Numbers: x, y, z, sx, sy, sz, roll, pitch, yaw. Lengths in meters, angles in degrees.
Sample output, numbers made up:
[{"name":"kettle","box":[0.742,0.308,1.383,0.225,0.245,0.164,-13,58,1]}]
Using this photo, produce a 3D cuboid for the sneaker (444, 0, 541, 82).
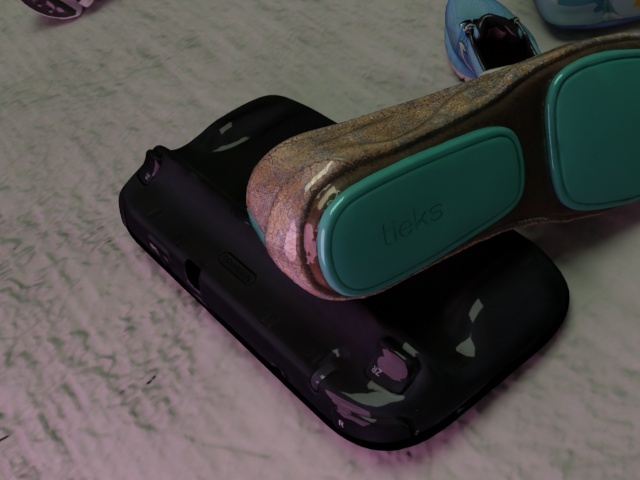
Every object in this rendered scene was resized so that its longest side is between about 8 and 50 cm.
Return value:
[{"name":"sneaker","box":[0.127,-0.137,0.668,0.063,0.073,0.162,-22,45,3]}]

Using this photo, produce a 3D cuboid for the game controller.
[{"name":"game controller","box":[0.000,0.000,0.616,0.166,0.067,0.319,-28,43,-25]}]

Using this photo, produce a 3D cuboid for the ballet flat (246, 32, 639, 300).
[{"name":"ballet flat","box":[0.097,-0.058,0.546,0.316,0.107,0.106,-16,24,-28]}]

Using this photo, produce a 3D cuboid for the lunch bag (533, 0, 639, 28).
[{"name":"lunch bag","box":[0.253,-0.250,0.712,0.219,0.090,0.176,-11,43,12]}]

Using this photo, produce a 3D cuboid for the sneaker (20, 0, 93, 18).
[{"name":"sneaker","box":[-0.206,-0.358,0.931,0.292,0.110,0.118,-47,25,20]}]
